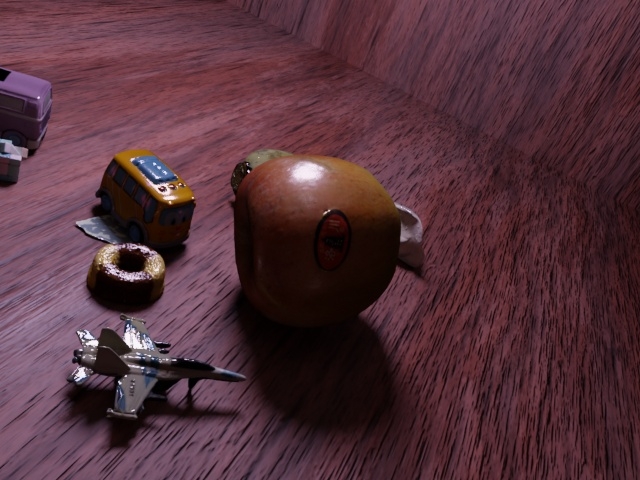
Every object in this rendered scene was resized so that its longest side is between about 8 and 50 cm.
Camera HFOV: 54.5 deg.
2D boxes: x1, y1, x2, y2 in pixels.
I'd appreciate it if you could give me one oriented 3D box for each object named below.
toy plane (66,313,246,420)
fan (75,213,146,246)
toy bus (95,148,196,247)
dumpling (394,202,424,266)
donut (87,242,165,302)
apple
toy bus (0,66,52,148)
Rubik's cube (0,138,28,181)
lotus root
[{"bbox_3d":[-0.245,0.201,0.950,0.262,0.088,0.192,22,33,-25],"label":"toy plane"},{"bbox_3d":[-0.376,-0.024,1.279,0.240,0.009,0.131,-1,39,-38],"label":"fan"},{"bbox_3d":[-0.347,-0.092,1.263,0.209,0.136,0.126,42,34,21],"label":"toy bus"},{"bbox_3d":[0.194,-0.041,1.594,0.124,0.151,0.229,-29,55,-23],"label":"dumpling"},{"bbox_3d":[-0.349,0.055,1.127,0.140,0.059,0.140,17,33,-12],"label":"donut"},{"bbox_3d":[0.000,0.000,1.178,0.305,0.338,0.338,-4,38,-19],"label":"apple"},{"bbox_3d":[-0.699,-0.296,1.348,0.202,0.142,0.142,14,31,-19],"label":"toy bus"},{"bbox_3d":[-0.637,-0.169,1.254,0.075,0.084,0.073,24,29,-35],"label":"Rubik's cube"},{"bbox_3d":[-0.064,-0.131,1.547,0.309,0.173,0.173,13,31,-32],"label":"lotus root"}]
